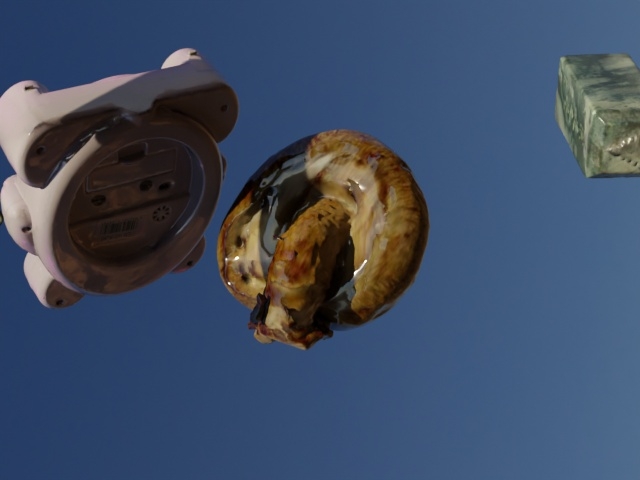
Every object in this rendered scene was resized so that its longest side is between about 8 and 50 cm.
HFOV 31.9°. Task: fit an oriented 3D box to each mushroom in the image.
[{"bbox_3d":[-0.002,0.011,1.410,0.283,0.263,0.195,-57,-20,-26],"label":"mushroom"}]

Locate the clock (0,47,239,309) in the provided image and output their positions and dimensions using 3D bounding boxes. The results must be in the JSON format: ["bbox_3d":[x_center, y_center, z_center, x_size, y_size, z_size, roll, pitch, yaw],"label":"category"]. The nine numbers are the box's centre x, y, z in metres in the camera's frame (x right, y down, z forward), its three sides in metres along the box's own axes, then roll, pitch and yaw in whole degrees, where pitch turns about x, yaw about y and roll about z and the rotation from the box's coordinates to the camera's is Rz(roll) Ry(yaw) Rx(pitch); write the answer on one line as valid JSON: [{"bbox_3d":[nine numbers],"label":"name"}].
[{"bbox_3d":[-0.253,-0.068,1.408,0.295,0.113,0.322,-18,-40,-28],"label":"clock"}]

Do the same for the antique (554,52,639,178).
[{"bbox_3d":[0.336,-0.144,1.301,0.183,0.086,0.088,-94,2,-60],"label":"antique"}]

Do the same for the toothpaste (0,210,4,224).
[{"bbox_3d":[-0.434,-0.174,1.086,0.098,0.061,0.392,-25,-82,-9],"label":"toothpaste"}]
